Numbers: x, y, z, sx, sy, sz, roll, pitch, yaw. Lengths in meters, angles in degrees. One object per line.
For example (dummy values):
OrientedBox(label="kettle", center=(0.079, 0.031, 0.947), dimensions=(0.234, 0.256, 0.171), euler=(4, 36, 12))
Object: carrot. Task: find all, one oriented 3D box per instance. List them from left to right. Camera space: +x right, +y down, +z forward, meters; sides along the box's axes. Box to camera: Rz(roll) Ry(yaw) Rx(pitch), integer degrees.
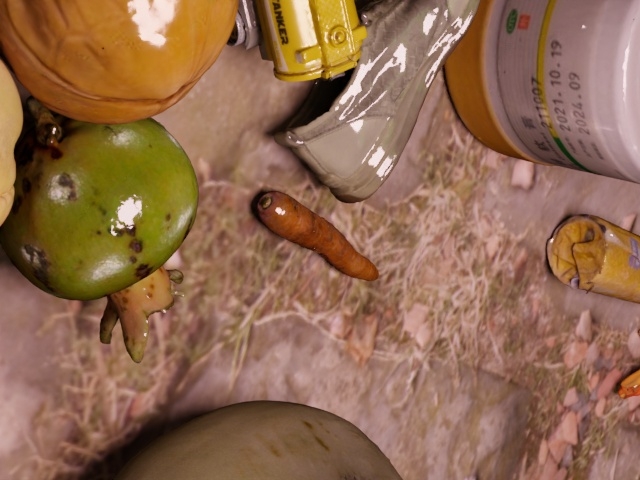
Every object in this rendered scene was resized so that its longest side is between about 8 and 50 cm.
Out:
OrientedBox(label="carrot", center=(0.001, -0.001, 1.386), dimensions=(0.165, 0.035, 0.036), euler=(32, 82, -42))

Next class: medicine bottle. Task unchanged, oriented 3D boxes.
OrientedBox(label="medicine bottle", center=(0.272, -0.176, 1.423), dimensions=(0.237, 0.232, 0.238), euler=(-11, 109, -35))

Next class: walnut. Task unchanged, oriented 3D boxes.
OrientedBox(label="walnut", center=(-0.160, -0.191, 1.089), dimensions=(0.193, 0.226, 0.193), euler=(-33, 162, -12))

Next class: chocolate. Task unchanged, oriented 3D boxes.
OrientedBox(label="chocolate", center=(0.334, 0.029, 1.634), dimensions=(0.219, 0.085, 0.086), euler=(15, 93, -44))

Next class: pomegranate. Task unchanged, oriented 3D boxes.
OrientedBox(label="pomegranate", center=(-0.170, -0.012, 1.195), dimensions=(0.156, 0.156, 0.220), euler=(-41, 155, -23))

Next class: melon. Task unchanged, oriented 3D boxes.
OrientedBox(label="melon", center=(-0.053, 0.264, 1.271), dimensions=(0.308, 0.271, 0.272), euler=(-41, 126, -43))

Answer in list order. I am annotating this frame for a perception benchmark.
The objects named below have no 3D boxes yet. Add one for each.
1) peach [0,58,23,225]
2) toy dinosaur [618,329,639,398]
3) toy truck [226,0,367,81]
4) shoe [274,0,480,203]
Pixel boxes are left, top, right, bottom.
OrientedBox(label="peach", center=(-0.296, -0.066, 1.046), dimensions=(0.184, 0.184, 0.184), euler=(-11, 109, -36))
OrientedBox(label="toy dinosaur", center=(0.446, 0.123, 1.751), dimensions=(0.288, 0.070, 0.117), euler=(-27, 128, -26))
OrientedBox(label="toy truck", center=(-0.031, -0.244, 1.242), dimensions=(0.098, 0.114, 0.227), euler=(-27, 117, -30))
OrientedBox(label="shoe", center=(0.057, -0.171, 1.344), dimensions=(0.098, 0.103, 0.275), euler=(31, 82, -28))
